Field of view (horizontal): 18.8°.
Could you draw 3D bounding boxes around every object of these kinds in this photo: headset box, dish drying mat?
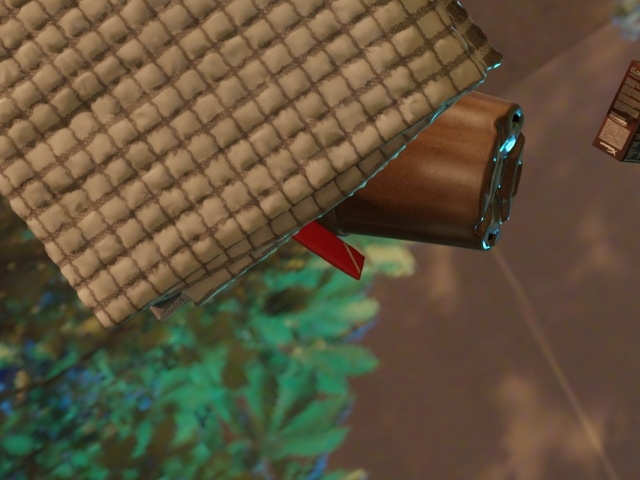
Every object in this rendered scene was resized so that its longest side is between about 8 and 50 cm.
[{"bbox_3d":[0.254,-0.102,1.502,0.032,0.083,0.062,34,-159,34],"label":"headset box"},{"bbox_3d":[0.000,0.000,1.541,0.083,0.008,0.032,35,-141,-15],"label":"dish drying mat"}]

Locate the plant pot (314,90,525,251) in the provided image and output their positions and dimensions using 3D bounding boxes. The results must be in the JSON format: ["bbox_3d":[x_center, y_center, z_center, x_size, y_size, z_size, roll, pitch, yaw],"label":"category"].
[{"bbox_3d":[0.075,-0.069,1.597,0.167,0.165,0.167,12,-90,-73],"label":"plant pot"}]

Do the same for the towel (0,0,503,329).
[{"bbox_3d":[-0.071,-0.109,1.145,0.235,0.284,0.121,52,-161,-6],"label":"towel"}]
